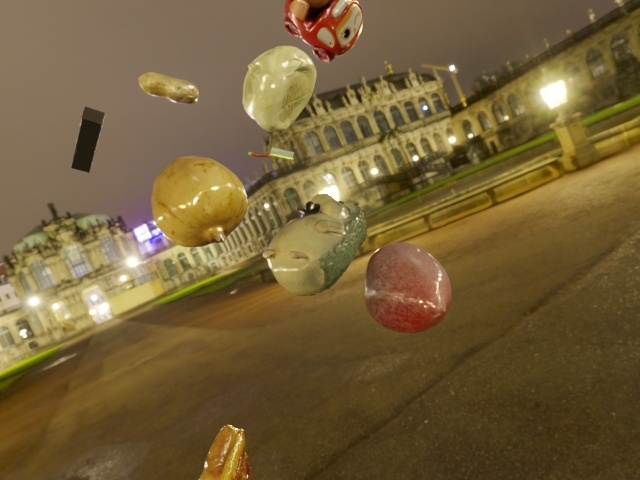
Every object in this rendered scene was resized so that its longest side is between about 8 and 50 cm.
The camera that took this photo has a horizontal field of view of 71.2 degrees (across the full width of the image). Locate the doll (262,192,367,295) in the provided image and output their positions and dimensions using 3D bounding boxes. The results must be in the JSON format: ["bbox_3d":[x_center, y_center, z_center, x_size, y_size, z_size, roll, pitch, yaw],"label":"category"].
[{"bbox_3d":[0.000,0.000,1.282,0.247,0.247,0.350,-21,10,48],"label":"doll"}]

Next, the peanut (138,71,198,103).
[{"bbox_3d":[-0.547,-0.554,1.622,0.214,0.099,0.100,14,-17,-27],"label":"peanut"}]

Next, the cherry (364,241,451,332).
[{"bbox_3d":[0.232,0.125,1.150,0.240,0.239,0.206,-22,-6,32],"label":"cherry"}]

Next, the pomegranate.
[{"bbox_3d":[-0.412,-0.115,1.545,0.343,0.342,0.342,-24,3,1],"label":"pomegranate"}]

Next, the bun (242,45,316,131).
[{"bbox_3d":[-0.121,-0.417,1.213,0.229,0.145,0.229,-53,-12,-17],"label":"bun"}]

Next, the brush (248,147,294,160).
[{"bbox_3d":[-0.090,-0.159,0.814,0.084,0.021,0.019,7,9,1],"label":"brush"}]

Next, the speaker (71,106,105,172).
[{"bbox_3d":[-0.561,-0.238,1.078,0.046,0.040,0.191,15,-36,-29],"label":"speaker"}]

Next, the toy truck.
[{"bbox_3d":[0.016,-0.684,1.316,0.188,0.265,0.239,-58,15,-4],"label":"toy truck"}]

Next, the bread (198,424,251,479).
[{"bbox_3d":[-0.193,0.487,0.939,0.270,0.078,0.139,98,-170,-47],"label":"bread"}]
